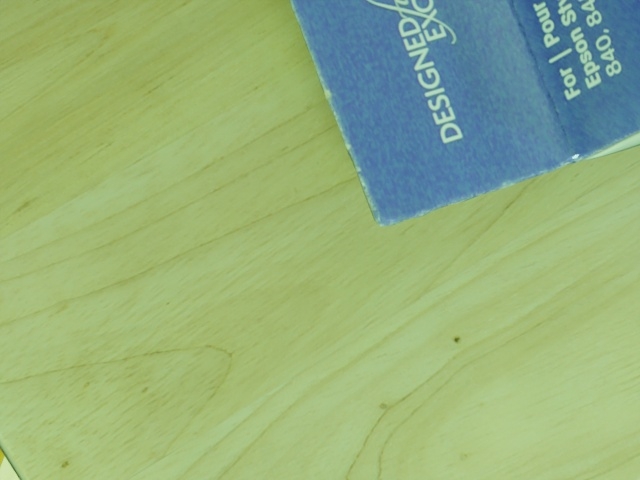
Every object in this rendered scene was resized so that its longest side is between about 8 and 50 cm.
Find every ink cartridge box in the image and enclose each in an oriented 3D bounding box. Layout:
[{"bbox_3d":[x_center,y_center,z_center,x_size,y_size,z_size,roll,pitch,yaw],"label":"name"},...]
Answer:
[{"bbox_3d":[0.109,-0.190,0.640,0.307,0.072,0.303,-18,83,-25],"label":"ink cartridge box"}]

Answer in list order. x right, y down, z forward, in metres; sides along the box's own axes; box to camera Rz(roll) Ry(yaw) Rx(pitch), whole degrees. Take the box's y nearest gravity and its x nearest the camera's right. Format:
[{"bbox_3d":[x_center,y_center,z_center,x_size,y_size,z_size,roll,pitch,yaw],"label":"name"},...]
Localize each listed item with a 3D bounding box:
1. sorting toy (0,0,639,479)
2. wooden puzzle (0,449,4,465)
[{"bbox_3d":[0.000,0.000,0.660,0.257,0.089,0.255,-31,77,-15],"label":"sorting toy"},{"bbox_3d":[-0.084,0.068,0.753,0.116,0.014,0.078,-22,119,-22],"label":"wooden puzzle"}]
